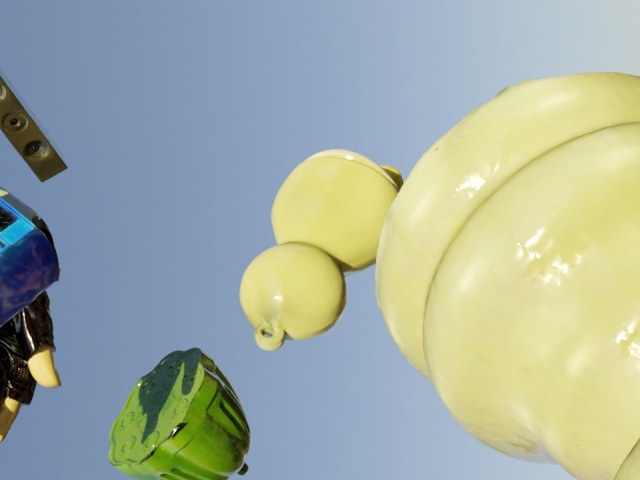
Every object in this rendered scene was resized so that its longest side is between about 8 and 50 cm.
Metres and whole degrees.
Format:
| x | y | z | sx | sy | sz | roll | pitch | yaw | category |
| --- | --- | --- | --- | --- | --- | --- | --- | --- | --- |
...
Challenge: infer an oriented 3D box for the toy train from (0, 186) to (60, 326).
| x | y | z | sx | sy | sz | roll | pitch | yaw | category |
| --- | --- | --- | --- | --- | --- | --- | --- | --- | --- |
| -0.331 | -0.003 | 0.879 | 0.131 | 0.204 | 0.083 | -42 | -29 | -25 | toy train |

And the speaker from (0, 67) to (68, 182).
| x | y | z | sx | sy | sz | roll | pitch | yaw | category |
| --- | --- | --- | --- | --- | --- | --- | --- | --- | --- |
| -0.375 | -0.154 | 1.259 | 0.046 | 0.040 | 0.191 | 56 | 176 | 44 | speaker |

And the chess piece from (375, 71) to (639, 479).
| x | y | z | sx | sy | sz | roll | pitch | yaw | category |
| --- | --- | --- | --- | --- | --- | --- | --- | --- | --- |
| 0.160 | 0.076 | 0.386 | 0.330 | 0.182 | 0.182 | -122 | 10 | -54 | chess piece |

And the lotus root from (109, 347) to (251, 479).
| x | y | z | sx | sy | sz | roll | pitch | yaw | category |
| --- | --- | --- | --- | --- | --- | --- | --- | --- | --- |
| -0.154 | 0.255 | 1.333 | 0.186 | 0.186 | 0.186 | -3 | -90 | -68 | lotus root |

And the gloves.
| x | y | z | sx | sy | sz | roll | pitch | yaw | category |
| --- | --- | --- | --- | --- | --- | --- | --- | --- | --- |
| -0.349 | 0.109 | 1.076 | 0.124 | 0.164 | 0.204 | 34 | -126 | -84 | gloves |

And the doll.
| x | y | z | sx | sy | sz | roll | pitch | yaw | category |
| --- | --- | --- | --- | --- | --- | --- | --- | --- | --- |
| -0.001 | 0.009 | 1.067 | 0.117 | 0.141 | 0.296 | 94 | -161 | -49 | doll |
